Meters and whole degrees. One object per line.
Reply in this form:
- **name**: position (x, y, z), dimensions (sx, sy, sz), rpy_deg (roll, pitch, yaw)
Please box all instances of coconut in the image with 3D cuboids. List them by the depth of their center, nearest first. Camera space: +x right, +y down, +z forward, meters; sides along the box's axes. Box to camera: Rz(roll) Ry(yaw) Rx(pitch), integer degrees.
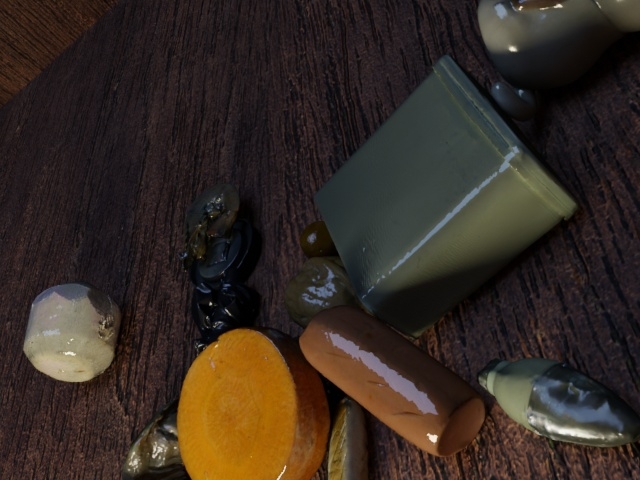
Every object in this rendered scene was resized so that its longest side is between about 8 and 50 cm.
- **coconut**: position (-0.567, 0.196, 2.088), dimensions (0.224, 0.224, 0.234), rpy_deg (-18, 51, 40)

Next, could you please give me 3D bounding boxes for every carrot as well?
- **carrot**: position (-0.109, 0.282, 1.474), dimensions (0.258, 0.100, 0.307), rpy_deg (27, 108, 28)

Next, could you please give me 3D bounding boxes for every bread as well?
- **bread**: position (0.045, 0.340, 1.407), dimensions (0.073, 0.053, 0.214), rpy_deg (-45, 29, 37)

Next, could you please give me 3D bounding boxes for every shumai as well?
- **shumai**: position (-0.268, 0.391, 1.676), dimensions (0.120, 0.201, 0.201), rpy_deg (28, 81, 13)

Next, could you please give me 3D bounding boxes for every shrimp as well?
- **shrimp**: position (-0.232, -0.032, 1.961), dimensions (0.145, 0.059, 0.254), rpy_deg (-23, 36, 19)

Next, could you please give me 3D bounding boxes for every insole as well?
- **insole**: position (-0.235, 0.168, 1.910), dimensions (0.080, 0.003, 0.232), rpy_deg (-43, 37, 15)

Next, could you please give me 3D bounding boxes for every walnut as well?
- **walnut**: position (0.020, 0.094, 1.563), dimensions (0.167, 0.149, 0.166), rpy_deg (-8, 36, 6)

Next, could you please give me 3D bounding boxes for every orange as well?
- **orange**: position (0.000, 0.000, 1.722), dimensions (0.085, 0.085, 0.085), rpy_deg (-29, 42, 30)

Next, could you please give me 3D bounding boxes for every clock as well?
- **clock**: position (-0.203, 0.036, 1.950), dimensions (0.184, 0.040, 0.184), rpy_deg (-28, 41, 28)

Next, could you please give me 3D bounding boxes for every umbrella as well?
- **umbrella**: position (-0.188, 0.172, 1.764), dimensions (0.122, 0.110, 0.272), rpy_deg (2, 56, 4)

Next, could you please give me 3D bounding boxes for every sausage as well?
- **sausage**: position (0.097, 0.196, 1.347), dimensions (0.304, 0.121, 0.121), rpy_deg (32, 87, 35)

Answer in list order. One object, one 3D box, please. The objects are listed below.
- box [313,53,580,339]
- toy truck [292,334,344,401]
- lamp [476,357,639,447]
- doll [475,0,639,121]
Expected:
- **box**: position (0.189, -0.071, 1.491), dimensions (0.344, 0.177, 0.352), rpy_deg (-45, 37, 17)
- **toy truck**: position (-0.071, 0.244, 1.545), dimensions (0.259, 0.121, 0.088), rpy_deg (-23, 8, 37)
- **lamp**: position (0.307, 0.209, 1.181), dimensions (0.250, 0.101, 0.101), rpy_deg (20, 77, 50)
- **doll**: position (0.415, -0.383, 1.457), dimensions (0.370, 0.215, 0.226), rpy_deg (-38, 70, 27)
